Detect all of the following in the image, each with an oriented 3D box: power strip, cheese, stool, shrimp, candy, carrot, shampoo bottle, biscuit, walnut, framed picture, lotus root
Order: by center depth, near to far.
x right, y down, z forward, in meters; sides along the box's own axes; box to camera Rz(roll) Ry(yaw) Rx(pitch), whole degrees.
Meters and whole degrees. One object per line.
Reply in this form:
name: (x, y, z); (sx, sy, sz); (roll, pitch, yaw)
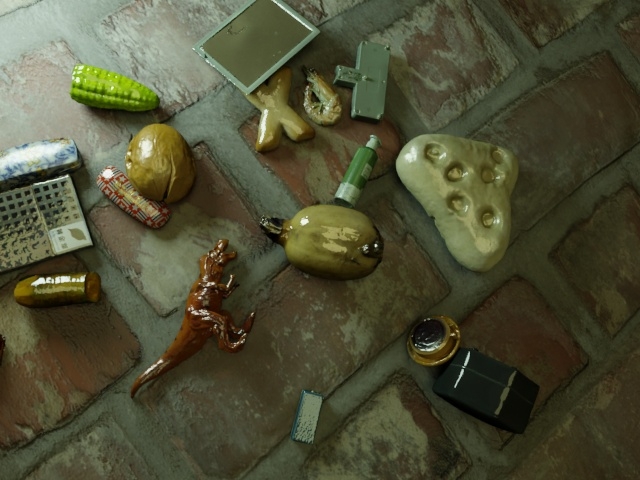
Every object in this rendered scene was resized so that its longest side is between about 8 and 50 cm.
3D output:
carrot: (-0.596, 0.112, 1.226); (0.173, 0.082, 0.082); (-6, 83, -9)
walnut: (-0.379, -0.198, 1.289); (0.167, 0.087, 0.212); (-7, 73, -23)
candy: (-0.496, -0.360, 1.308); (0.209, 0.096, 0.097); (11, 80, -15)
stool: (0.404, 0.363, 1.321); (0.232, 0.232, 0.141); (31, 77, -6)
lotus root: (0.000, 0.000, 1.321); (0.309, 0.183, 0.183); (10, 80, -7)
power strip: (-0.032, 0.431, 1.322); (0.056, 0.032, 0.123); (16, 79, -10)
biscuit: (-0.119, -0.344, 1.405); (0.164, 0.047, 0.208); (-19, 86, -11)
framed picture: (-0.166, -0.521, 1.410); (0.216, 0.016, 0.273); (43, 76, 13)
shampoo bottle: (0.106, -0.185, 1.424); (0.065, 0.065, 0.205); (27, 78, -7)
cheese: (0.345, -0.113, 1.426); (0.328, 0.129, 0.351); (17, 77, -11)
shrimp: (-0.008, -0.388, 1.444); (0.099, 0.041, 0.180); (-30, 90, 1)
power strip: (0.110, -0.435, 1.457); (0.145, 0.061, 0.216); (8, 80, -11)

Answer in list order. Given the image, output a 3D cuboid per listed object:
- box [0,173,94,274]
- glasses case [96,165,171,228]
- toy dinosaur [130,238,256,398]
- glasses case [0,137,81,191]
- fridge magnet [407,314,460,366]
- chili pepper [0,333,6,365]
box: (-0.710, -0.022, 1.239); (0.324, 0.047, 0.181); (-18, 87, -13)
glasses case: (-0.452, -0.101, 1.301); (0.194, 0.049, 0.073); (37, 77, -5)
toy dinosaur: (-0.266, 0.207, 1.274); (0.208, 0.097, 0.433); (23, 75, 6)
glasses case: (-0.687, -0.174, 1.252); (0.247, 0.065, 0.087); (-18, 75, -12)
fridge magnet: (0.283, 0.249, 1.364); (0.143, 0.143, 0.063); (-50, 130, -13)
chili pepper: (-0.792, 0.234, 1.181); (0.168, 0.065, 0.088); (11, 79, -6)
